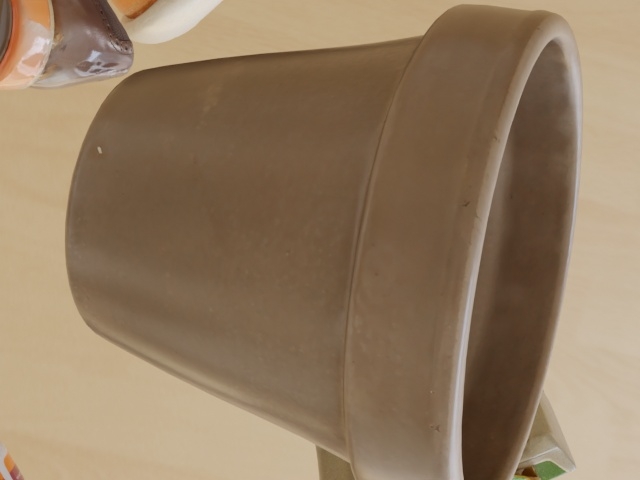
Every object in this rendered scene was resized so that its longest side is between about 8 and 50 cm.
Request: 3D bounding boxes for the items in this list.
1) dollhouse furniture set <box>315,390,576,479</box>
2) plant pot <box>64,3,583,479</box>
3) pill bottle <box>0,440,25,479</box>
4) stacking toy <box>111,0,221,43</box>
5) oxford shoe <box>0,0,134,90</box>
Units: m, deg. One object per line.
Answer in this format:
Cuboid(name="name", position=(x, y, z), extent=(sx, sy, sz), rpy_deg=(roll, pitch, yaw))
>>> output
Cuboid(name="dollhouse furniture set", position=(0.110, 0.193, 1.383), extent=(0.197, 0.301, 0.151), rpy_deg=(-20, 109, 5))
Cuboid(name="plant pot", position=(0.000, 0.000, 0.858), extent=(0.229, 0.263, 0.263), rpy_deg=(9, 98, 19))
Cuboid(name="pill bottle", position=(-0.256, 0.278, 1.299), extent=(0.121, 0.121, 0.221), rpy_deg=(-28, 99, -5))
Cuboid(name="stacking toy", position=(-0.209, -0.435, 1.409), extent=(0.480, 0.350, 0.351), rpy_deg=(39, 90, -16))
Cuboid(name="oxford shoe", position=(-0.275, -0.238, 1.358), extent=(0.132, 0.364, 0.130), rpy_deg=(4, 130, -41))
